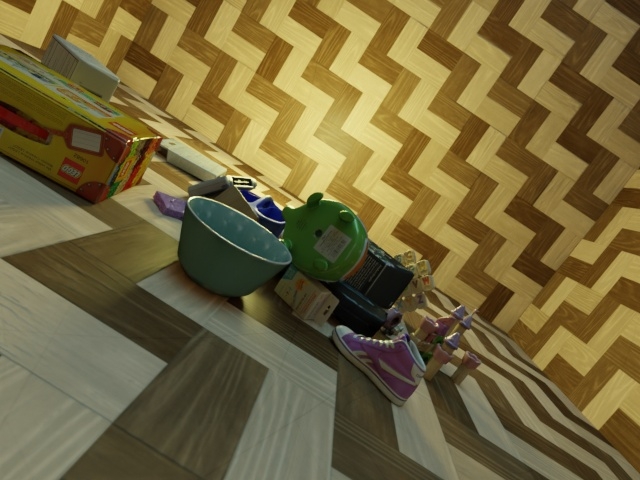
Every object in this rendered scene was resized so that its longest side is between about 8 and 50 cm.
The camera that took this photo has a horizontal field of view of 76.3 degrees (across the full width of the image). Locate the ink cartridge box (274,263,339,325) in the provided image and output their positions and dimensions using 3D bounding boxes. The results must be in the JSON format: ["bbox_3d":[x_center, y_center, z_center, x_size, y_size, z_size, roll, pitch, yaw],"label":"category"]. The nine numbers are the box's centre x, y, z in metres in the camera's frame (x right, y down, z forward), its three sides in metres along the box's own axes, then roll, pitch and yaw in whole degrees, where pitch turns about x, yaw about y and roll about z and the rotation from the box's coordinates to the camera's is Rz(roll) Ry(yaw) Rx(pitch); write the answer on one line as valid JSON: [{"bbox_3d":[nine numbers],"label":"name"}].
[{"bbox_3d":[-0.043,0.167,1.239,0.181,0.104,0.061,39,12,29],"label":"ink cartridge box"}]

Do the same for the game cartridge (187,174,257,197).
[{"bbox_3d":[-0.407,-0.216,1.685,0.197,0.062,0.297,-9,4,14],"label":"game cartridge"}]

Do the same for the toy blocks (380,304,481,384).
[{"bbox_3d":[0.437,0.328,1.515,0.288,0.260,0.309,23,15,-42],"label":"toy blocks"}]

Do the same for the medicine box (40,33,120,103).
[{"bbox_3d":[-0.909,-0.555,1.484,0.289,0.264,0.149,40,12,31],"label":"medicine box"}]

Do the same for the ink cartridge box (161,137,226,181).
[{"bbox_3d":[-0.661,-0.407,2.087,0.329,0.072,0.324,28,12,-10],"label":"ink cartridge box"}]

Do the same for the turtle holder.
[{"bbox_3d":[-0.001,0.007,1.268,0.320,0.244,0.227,3,-19,27],"label":"turtle holder"}]

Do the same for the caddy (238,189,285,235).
[{"bbox_3d":[-0.254,-0.106,1.642,0.241,0.179,0.341,35,10,4],"label":"caddy"}]

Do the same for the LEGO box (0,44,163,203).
[{"bbox_3d":[-0.762,-0.344,1.165,0.499,0.193,0.372,31,11,-13],"label":"LEGO box"}]

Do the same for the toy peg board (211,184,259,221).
[{"bbox_3d":[-0.305,-0.072,1.383,0.161,0.161,0.079,51,-5,22],"label":"toy peg board"}]

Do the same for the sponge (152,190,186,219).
[{"bbox_3d":[-0.462,-0.101,1.405,0.210,0.031,0.117,23,16,-49],"label":"sponge"}]

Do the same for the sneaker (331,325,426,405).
[{"bbox_3d":[0.168,0.297,1.139,0.282,0.161,0.102,38,13,28],"label":"sneaker"}]

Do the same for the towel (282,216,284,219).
[{"bbox_3d":[0.000,0.000,1.528,0.285,0.034,0.209,40,14,17],"label":"towel"}]

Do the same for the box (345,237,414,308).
[{"bbox_3d":[0.176,0.106,1.874,0.395,0.212,0.293,42,13,35],"label":"box"}]

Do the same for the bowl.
[{"bbox_3d":[-0.247,0.034,1.079,0.311,0.163,0.311,32,11,-7],"label":"bowl"}]

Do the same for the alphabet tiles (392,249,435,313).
[{"bbox_3d":[0.394,0.195,1.904,0.021,0.284,0.278,9,65,-45],"label":"alphabet tiles"}]

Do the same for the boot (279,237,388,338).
[{"bbox_3d":[0.050,0.150,1.469,0.445,0.146,0.367,33,18,11],"label":"boot"}]

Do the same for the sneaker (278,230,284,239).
[{"bbox_3d":[-0.185,-0.036,1.837,0.086,0.085,0.237,-2,30,-24],"label":"sneaker"}]
